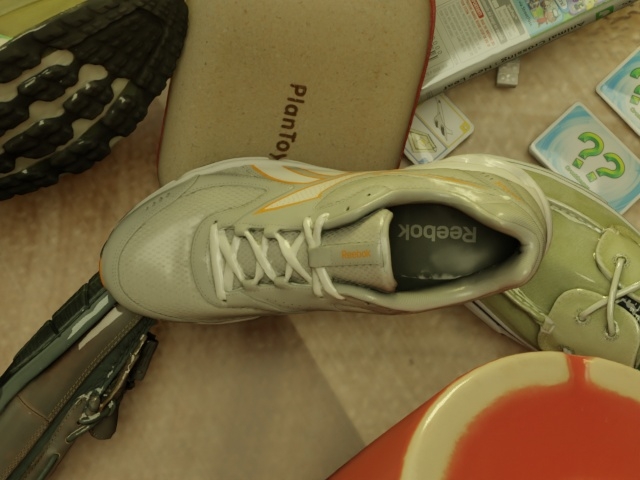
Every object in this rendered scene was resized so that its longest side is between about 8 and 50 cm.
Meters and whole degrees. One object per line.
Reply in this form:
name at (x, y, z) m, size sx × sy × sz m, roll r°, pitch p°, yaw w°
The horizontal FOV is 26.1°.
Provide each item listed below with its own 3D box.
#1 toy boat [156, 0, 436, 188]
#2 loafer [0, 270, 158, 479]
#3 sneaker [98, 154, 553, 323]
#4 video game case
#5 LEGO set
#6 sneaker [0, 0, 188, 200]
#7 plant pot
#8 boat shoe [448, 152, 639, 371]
toy boat at (-0.016, -0.113, 0.872) m, size 0.151 × 0.151 × 0.231 m, roll 11°, pitch 120°, yaw -7°
loafer at (-0.170, 0.111, 0.864) m, size 0.267 × 0.096 × 0.084 m, roll -45°, pitch 102°, yaw -1°
sneaker at (0.000, 0.000, 0.765) m, size 0.262 × 0.121 × 0.099 m, roll -8°, pitch 97°, yaw 5°
video game case at (0.106, -0.222, 0.900) m, size 0.193 × 0.023 × 0.212 m, roll -25°, pitch 76°, yaw 4°
LEGO set at (0.126, -0.115, 0.913) m, size 0.182 × 0.060 × 0.244 m, roll -41°, pitch 82°, yaw -11°
sneaker at (-0.276, -0.104, 0.820) m, size 0.410 × 0.158 × 0.182 m, roll -20°, pitch 73°, yaw 16°
plant pot at (0.095, 0.197, 0.713) m, size 0.275 × 0.243 × 0.275 m, roll 9°, pitch 53°, yaw -12°
boat shoe at (0.191, 0.043, 0.846) m, size 0.302 × 0.094 × 0.109 m, roll 34°, pitch 83°, yaw -1°
